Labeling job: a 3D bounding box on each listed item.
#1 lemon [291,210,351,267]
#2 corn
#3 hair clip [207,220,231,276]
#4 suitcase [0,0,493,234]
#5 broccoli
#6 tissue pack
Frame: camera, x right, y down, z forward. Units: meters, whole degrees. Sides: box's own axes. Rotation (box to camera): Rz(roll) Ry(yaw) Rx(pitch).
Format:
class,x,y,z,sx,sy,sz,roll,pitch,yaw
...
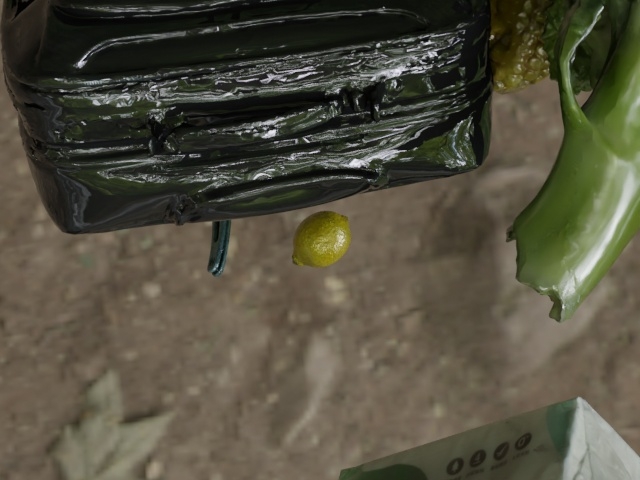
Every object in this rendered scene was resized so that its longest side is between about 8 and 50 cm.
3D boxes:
class,x,y,z,sx,sy,sz,roll,pitch,yaw
lemon,0.000,0.000,1.953,0.062,0.083,0.062,51,3,-3
corn,0.181,-0.232,1.258,0.097,0.097,0.261,-2,120,-52
hair clip,-0.125,-0.068,1.978,0.070,0.039,0.229,6,67,-43
suitcase,-0.060,-0.152,1.249,0.339,0.345,0.188,-107,-169,-52
broccoli,0.222,-0.097,1.169,0.254,0.186,0.302,20,101,-49
tissue pack,0.202,0.345,1.820,0.266,0.356,0.194,45,43,-24
